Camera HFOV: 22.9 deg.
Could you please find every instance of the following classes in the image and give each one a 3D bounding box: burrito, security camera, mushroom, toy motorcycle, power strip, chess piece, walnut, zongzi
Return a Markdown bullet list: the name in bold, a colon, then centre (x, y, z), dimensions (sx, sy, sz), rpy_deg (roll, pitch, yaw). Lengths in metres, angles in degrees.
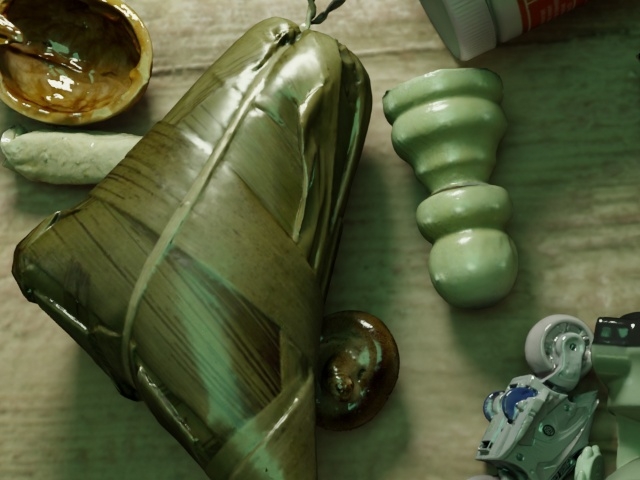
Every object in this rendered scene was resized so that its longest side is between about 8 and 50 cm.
- **burrito**: centre (-0.254, -0.094, 1.774), dimensions (0.226, 0.087, 0.060), rpy_deg (5, 116, 16)
- **security camera**: centre (0.352, 0.215, 1.492), dimensions (0.191, 0.197, 0.277), rpy_deg (5, 79, 22)
- **mushroom**: centre (0.027, 0.135, 1.634), dimensions (0.126, 0.085, 0.109), rpy_deg (-49, 36, 5)
- **toy motorcycle**: centre (0.214, 0.195, 1.578), dimensions (0.112, 0.112, 0.254), rpy_deg (23, 76, 17)
- **power strip**: centre (0.260, 0.244, 1.570), dimensions (0.035, 0.055, 0.083), rpy_deg (6, 91, 29)
- **chess piece**: centre (0.149, -0.048, 1.656), dimensions (0.133, 0.133, 0.243), rpy_deg (-12, 76, 7)
- **walnut**: centre (-0.281, -0.204, 1.807), dimensions (0.211, 0.087, 0.167), rpy_deg (22, 83, 12)
- **zongzi**: centre (0.006, 0.008, 1.598), dimensions (0.467, 0.218, 0.500), rpy_deg (41, 85, 24)

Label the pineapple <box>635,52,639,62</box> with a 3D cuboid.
- **pineapple**: centre (0.439, -0.171, 1.660), dimensions (0.225, 0.076, 0.224), rpy_deg (-2, 72, 7)

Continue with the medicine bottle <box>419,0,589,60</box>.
- **medicine bottle**: centre (0.201, -0.352, 1.674), dimensions (0.241, 0.252, 0.252), rpy_deg (-26, 69, 1)
